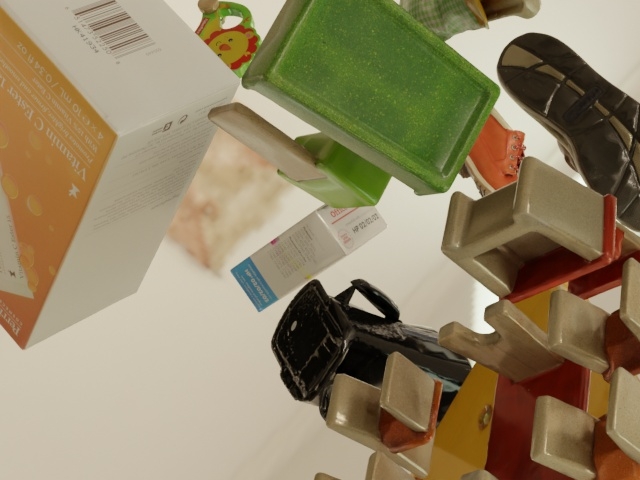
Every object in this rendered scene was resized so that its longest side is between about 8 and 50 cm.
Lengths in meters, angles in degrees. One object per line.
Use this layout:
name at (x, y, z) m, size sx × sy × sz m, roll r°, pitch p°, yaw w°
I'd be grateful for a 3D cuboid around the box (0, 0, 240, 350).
box at (-0.260, -0.091, 1.647) m, size 0.168 × 0.215 × 0.345 m, roll -29°, pitch 159°, yaw -42°

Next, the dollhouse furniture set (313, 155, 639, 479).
dollhouse furniture set at (0.142, 0.088, 1.052) m, size 0.262 × 0.135 × 0.259 m, roll -27°, pitch -140°, yaw 44°

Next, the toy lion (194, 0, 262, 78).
toy lion at (-0.100, -0.210, 1.721) m, size 0.100 × 0.096 × 0.034 m, roll -63°, pitch 151°, yaw -29°

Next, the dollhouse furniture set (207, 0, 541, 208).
dollhouse furniture set at (0.055, -0.190, 1.159) m, size 0.302 × 0.151 × 0.197 m, roll -61°, pitch -161°, yaw -12°

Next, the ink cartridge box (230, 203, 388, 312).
ink cartridge box at (0.000, 0.000, 1.797) m, size 0.181 × 0.062 × 0.104 m, roll -35°, pitch 179°, yaw 35°

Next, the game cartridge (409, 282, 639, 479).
game cartridge at (0.179, 0.202, 1.435) m, size 0.285 × 0.052 × 0.324 m, roll -62°, pitch -162°, yaw 19°

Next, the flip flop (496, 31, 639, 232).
flip flop at (0.303, -0.121, 1.832) m, size 0.112 × 0.277 × 0.080 m, roll -40°, pitch 158°, yaw -6°

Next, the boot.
boot at (0.203, -0.080, 1.790) m, size 0.084 × 0.158 × 0.059 m, roll -34°, pitch 153°, yaw -2°

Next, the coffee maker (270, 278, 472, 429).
coffee maker at (0.057, 0.141, 1.666) m, size 0.120 × 0.178 × 0.171 m, roll -41°, pitch -138°, yaw 37°
